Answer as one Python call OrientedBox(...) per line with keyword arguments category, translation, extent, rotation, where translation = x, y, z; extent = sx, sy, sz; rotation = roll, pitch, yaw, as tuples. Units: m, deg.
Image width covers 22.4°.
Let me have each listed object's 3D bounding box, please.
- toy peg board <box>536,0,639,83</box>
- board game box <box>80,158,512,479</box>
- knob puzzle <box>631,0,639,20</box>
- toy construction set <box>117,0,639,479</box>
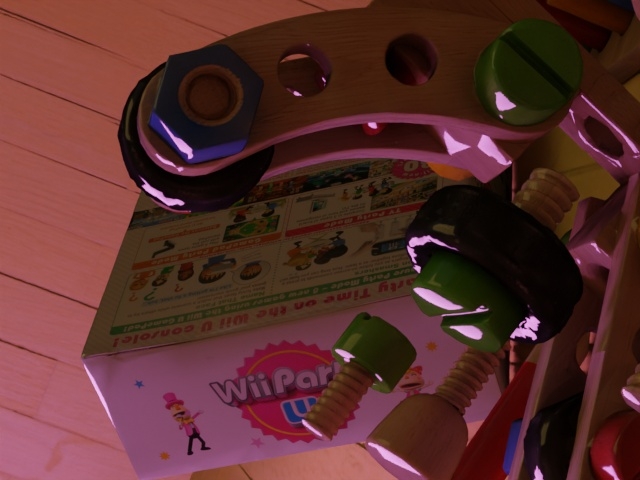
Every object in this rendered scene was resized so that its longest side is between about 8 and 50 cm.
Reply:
OrientedBox(category="toy peg board", translation=(0.160, -0.175, 0.910), extent=(0.160, 0.079, 0.161), rotation=(138, 152, -77))
OrientedBox(category="board game box", translation=(0.000, 0.000, 1.003), extent=(0.303, 0.224, 0.097), rotation=(-78, -27, -58))
OrientedBox(category="knob puzzle", translation=(0.182, -0.167, 0.653), extent=(0.213, 0.030, 0.213), rotation=(-5, 84, 62))
OrientedBox(category="toy construction set", translation=(0.090, -0.029, 0.661), extent=(0.237, 0.257, 0.309), rotation=(-52, -23, -18))
